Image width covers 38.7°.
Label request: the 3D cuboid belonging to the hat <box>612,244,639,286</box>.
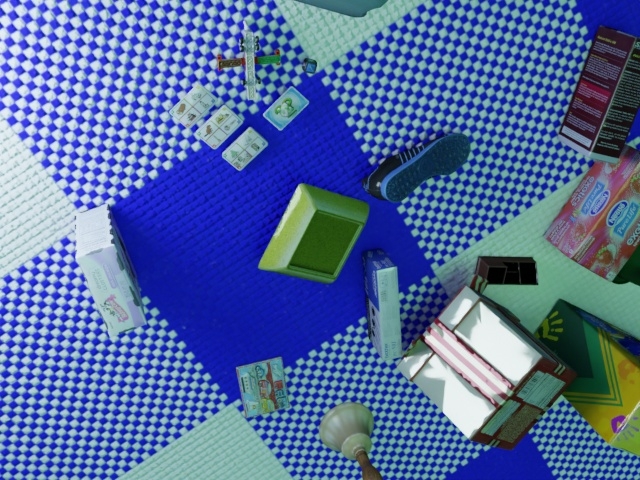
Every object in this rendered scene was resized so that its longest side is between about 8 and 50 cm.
[{"bbox_3d":[0.727,0.074,1.920,0.208,0.183,0.173,-44,137,-1],"label":"hat"}]

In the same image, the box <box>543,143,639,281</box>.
[{"bbox_3d":[0.603,-0.062,1.885,0.128,0.122,0.256,28,103,-24],"label":"box"}]

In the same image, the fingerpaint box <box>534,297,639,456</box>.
[{"bbox_3d":[0.718,0.340,1.955,0.445,0.371,0.163,26,104,-24],"label":"fingerpaint box"}]

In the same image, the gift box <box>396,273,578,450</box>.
[{"bbox_3d":[0.328,0.241,1.846,0.255,0.258,0.276,-49,143,4],"label":"gift box"}]

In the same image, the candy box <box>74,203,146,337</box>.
[{"bbox_3d":[-0.373,0.050,1.607,0.070,0.196,0.164,-19,117,-7],"label":"candy box"}]

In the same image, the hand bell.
[{"bbox_3d":[0.087,0.453,1.890,0.126,0.242,0.126,-6,114,-13],"label":"hand bell"}]

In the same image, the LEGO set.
[{"bbox_3d":[-0.126,-0.268,1.638,0.244,0.060,0.182,-43,123,13],"label":"LEGO set"}]

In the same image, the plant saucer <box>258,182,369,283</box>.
[{"bbox_3d":[0.000,0.000,1.748,0.188,0.045,0.188,14,109,-41],"label":"plant saucer"}]

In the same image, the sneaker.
[{"bbox_3d":[0.183,-0.149,1.757,0.232,0.090,0.081,-29,118,-27],"label":"sneaker"}]

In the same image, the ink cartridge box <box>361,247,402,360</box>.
[{"bbox_3d":[0.125,0.129,1.843,0.046,0.097,0.207,-11,115,-12],"label":"ink cartridge box"}]

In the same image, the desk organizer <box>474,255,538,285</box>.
[{"bbox_3d":[0.397,0.065,1.920,0.130,0.050,0.047,1,112,-17],"label":"desk organizer"}]

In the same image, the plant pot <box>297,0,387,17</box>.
[{"bbox_3d":[-0.037,-0.518,1.404,0.334,0.341,0.341,14,108,-29],"label":"plant pot"}]

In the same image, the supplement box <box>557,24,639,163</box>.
[{"bbox_3d":[0.560,-0.284,1.773,0.073,0.130,0.239,9,111,-20],"label":"supplement box"}]

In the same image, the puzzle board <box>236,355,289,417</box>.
[{"bbox_3d":[-0.118,0.308,1.897,0.096,0.011,0.128,-13,115,-11],"label":"puzzle board"}]
